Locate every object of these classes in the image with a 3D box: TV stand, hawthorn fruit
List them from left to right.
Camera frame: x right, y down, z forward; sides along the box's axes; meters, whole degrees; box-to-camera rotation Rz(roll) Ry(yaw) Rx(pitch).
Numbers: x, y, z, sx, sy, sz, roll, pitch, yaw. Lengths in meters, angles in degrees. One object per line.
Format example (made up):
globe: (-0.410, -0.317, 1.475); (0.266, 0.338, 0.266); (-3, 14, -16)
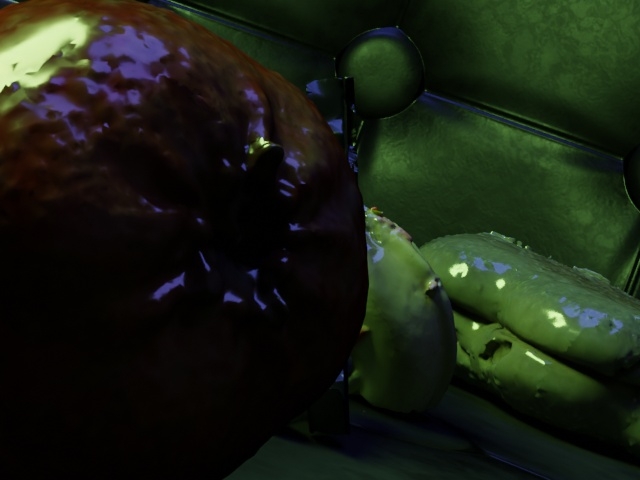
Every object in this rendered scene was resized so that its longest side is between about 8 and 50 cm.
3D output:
hawthorn fruit: (-0.109, -0.001, 0.546); (0.165, 0.165, 0.285); (17, -5, -36)
TV stand: (0.000, 0.000, 0.848); (0.042, 0.036, 0.249); (-1, 40, 1)

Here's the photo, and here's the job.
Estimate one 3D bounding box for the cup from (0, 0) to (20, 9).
cup: (-0.220, -0.062, 0.739); (0.174, 0.142, 0.134); (20, 4, -2)

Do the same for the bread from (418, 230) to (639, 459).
bread: (0.211, 0.093, 1.121); (0.337, 0.102, 0.183); (22, 8, 2)

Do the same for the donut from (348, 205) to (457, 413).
donut: (0.001, 0.030, 0.923); (0.166, 0.108, 0.065); (26, 35, 14)
